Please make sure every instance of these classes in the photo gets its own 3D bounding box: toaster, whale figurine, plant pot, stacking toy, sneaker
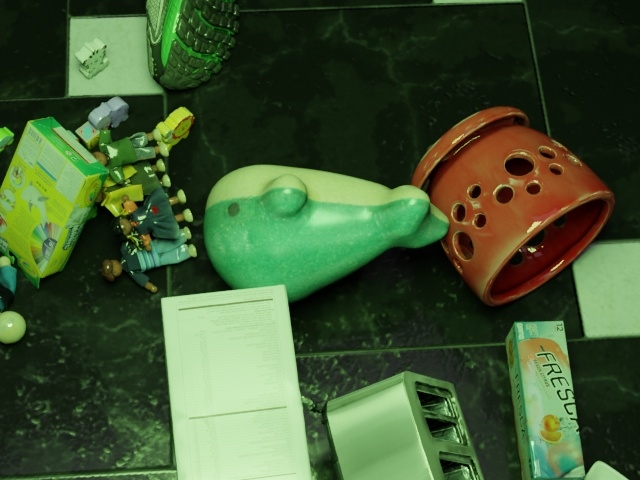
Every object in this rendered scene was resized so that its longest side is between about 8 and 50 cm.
[{"bbox_3d":[0.089,0.231,1.186,0.110,0.186,0.168,-28,64,23],"label":"toaster"},{"bbox_3d":[0.000,0.000,1.277,0.272,0.216,0.141,-1,71,22],"label":"whale figurine"},{"bbox_3d":[0.212,-0.049,1.326,0.191,0.191,0.174,-29,67,-15],"label":"plant pot"},{"bbox_3d":[-0.290,-0.131,1.413,0.167,0.052,0.221,41,70,15],"label":"stacking toy"},{"bbox_3d":[-0.191,-0.347,1.497,0.146,0.134,0.343,-9,67,21],"label":"sneaker"}]

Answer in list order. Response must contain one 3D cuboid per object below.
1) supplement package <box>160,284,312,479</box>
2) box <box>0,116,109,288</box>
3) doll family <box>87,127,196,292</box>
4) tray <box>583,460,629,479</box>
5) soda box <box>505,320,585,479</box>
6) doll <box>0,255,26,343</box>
[{"bbox_3d":[-0.090,0.189,1.228,0.139,0.134,0.244,-6,65,-6],"label":"supplement package"},{"bbox_3d":[-0.318,-0.039,1.324,0.105,0.179,0.043,43,31,16],"label":"box"},{"bbox_3d":[-0.218,-0.034,1.338,0.111,0.076,0.193,-21,86,-24],"label":"doll family"},{"bbox_3d":[0.281,0.380,1.215,0.145,0.030,0.270,36,68,11],"label":"tray"},{"bbox_3d":[0.249,0.183,1.288,0.058,0.063,0.183,-2,65,-4],"label":"soda box"},{"bbox_3d":[-0.413,0.054,1.324,0.189,0.046,0.129,39,64,8],"label":"doll"}]
